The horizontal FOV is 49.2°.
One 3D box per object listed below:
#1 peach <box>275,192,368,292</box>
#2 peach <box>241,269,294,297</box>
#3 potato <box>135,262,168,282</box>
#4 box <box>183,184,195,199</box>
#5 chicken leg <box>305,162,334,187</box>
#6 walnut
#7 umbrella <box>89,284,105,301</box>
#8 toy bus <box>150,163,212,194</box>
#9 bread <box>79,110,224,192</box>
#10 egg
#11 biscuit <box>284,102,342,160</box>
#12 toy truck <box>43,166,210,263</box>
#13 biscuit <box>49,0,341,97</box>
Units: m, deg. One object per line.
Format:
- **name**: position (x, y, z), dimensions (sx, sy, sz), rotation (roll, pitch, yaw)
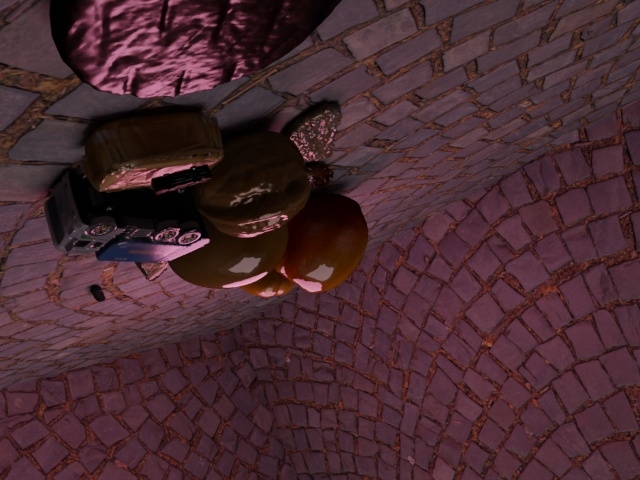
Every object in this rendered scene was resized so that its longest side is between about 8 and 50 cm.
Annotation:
- **peach**: position (0.000, 0.000, 2.201), dimensions (0.332, 0.308, 0.308), rotation (-45, 170, -5)
- **peach**: position (-0.191, 0.090, 2.341), dimensions (0.251, 0.251, 0.153), rotation (-12, 142, -43)
- **potato**: position (-0.479, 0.019, 1.909), dimensions (0.101, 0.089, 0.172), rotation (-40, 142, -19)
- **box**: position (-0.331, -0.095, 1.679), dimensions (0.244, 0.055, 0.103), rotation (-25, 168, 7)
- **chicken leg**: position (-0.027, -0.177, 1.906), dimensions (0.089, 0.048, 0.219), rotation (-31, 166, 22)
- **walnut**: position (-0.150, -0.117, 1.515), dimensions (0.257, 0.257, 0.224), rotation (-21, 136, -8)
- **umbrella**: position (-0.707, 0.168, 2.213), dimensions (0.036, 0.031, 0.133), rotation (-21, 168, -18)
- **toy bus**: position (-0.255, -0.111, 1.279), dimensions (0.110, 0.031, 0.043), rotation (-18, 179, -23)
- **bread**: position (-0.305, -0.165, 1.280), dimensions (0.241, 0.107, 0.136), rotation (-14, 168, -37)
- **egg**: position (-0.241, 0.000, 1.799), dimensions (0.323, 0.250, 0.250), rotation (-17, 168, -1)
- **biscuit**: position (-0.026, -0.243, 1.635), dimensions (0.141, 0.038, 0.290), rotation (-20, 167, -10)
- **toy truck**: position (-0.394, -0.044, 1.473), dimensions (0.175, 0.146, 0.367), rotation (-35, 156, 29)
- **biscuit**: position (-0.148, -0.324, 0.911), dimensions (0.408, 0.091, 0.407), rotation (-24, 170, -4)
